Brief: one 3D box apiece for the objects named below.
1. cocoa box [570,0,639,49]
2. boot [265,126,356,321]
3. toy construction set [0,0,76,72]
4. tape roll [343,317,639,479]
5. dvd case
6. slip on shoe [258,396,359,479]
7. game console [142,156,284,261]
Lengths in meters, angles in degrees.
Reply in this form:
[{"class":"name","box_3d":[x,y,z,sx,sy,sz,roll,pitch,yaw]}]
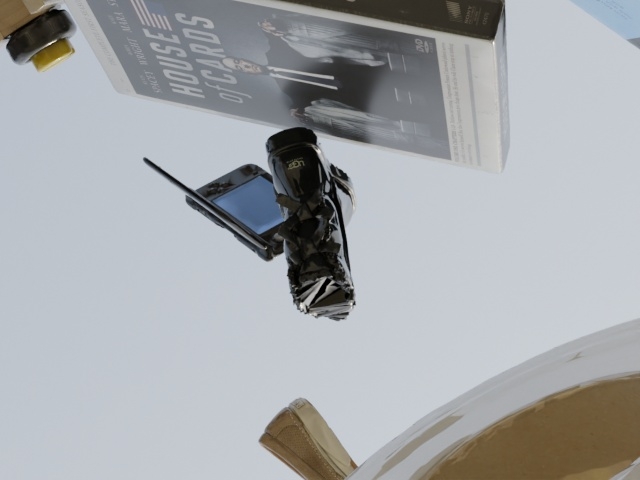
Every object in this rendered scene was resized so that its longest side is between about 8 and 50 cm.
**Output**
[{"class":"cocoa box","box_3d":[0.299,-0.311,1.442,0.347,0.228,0.231,31,-105,-19]},{"class":"boot","box_3d":[0.001,0.000,1.016,0.045,0.121,0.099,-16,-116,7]},{"class":"toy construction set","box_3d":[-0.318,-0.221,1.342,0.237,0.309,0.257,-23,-108,17]},{"class":"tape roll","box_3d":[0.124,0.139,0.815,0.286,0.286,0.100,-30,-79,-17]},{"class":"dvd case","box_3d":[-0.017,-0.102,0.941,0.239,0.179,0.029,12,-107,11]},{"class":"slip on shoe","box_3d":[0.013,0.165,1.135,0.041,0.051,0.135,-39,-77,-13]},{"class":"game console","box_3d":[-0.068,-0.041,1.446,0.107,0.071,0.122,-29,-138,-26]}]
